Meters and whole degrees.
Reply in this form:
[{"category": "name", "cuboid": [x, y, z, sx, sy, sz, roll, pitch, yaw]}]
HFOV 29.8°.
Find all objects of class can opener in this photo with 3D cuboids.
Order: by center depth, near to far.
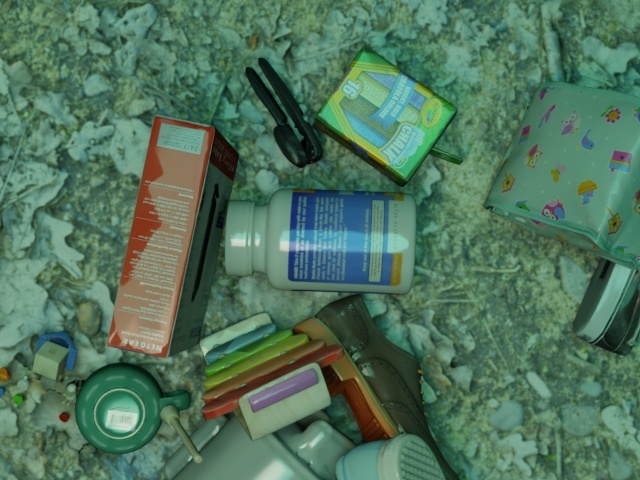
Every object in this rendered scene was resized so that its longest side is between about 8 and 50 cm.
[{"category": "can opener", "cuboid": [-0.054, -0.194, 1.814, 0.059, 0.073, 0.186, -27, 78, 7]}]

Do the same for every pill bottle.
[{"category": "pill bottle", "cuboid": [0.000, 0.000, 1.757, 0.272, 0.152, 0.152, 3, 88, 0]}]

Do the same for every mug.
[{"category": "mug", "cuboid": [-0.284, 0.240, 1.768, 0.157, 0.097, 0.129, -39, 96, -7]}]

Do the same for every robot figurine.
[{"category": "robot figurine", "cuboid": [-0.111, 0.380, 1.718, 0.353, 0.200, 0.300, -45, 48, -1]}]

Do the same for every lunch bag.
[{"category": "lunch bag", "cuboid": [0.374, -0.105, 1.739, 0.160, 0.262, 0.223, 24, 90, -41]}]

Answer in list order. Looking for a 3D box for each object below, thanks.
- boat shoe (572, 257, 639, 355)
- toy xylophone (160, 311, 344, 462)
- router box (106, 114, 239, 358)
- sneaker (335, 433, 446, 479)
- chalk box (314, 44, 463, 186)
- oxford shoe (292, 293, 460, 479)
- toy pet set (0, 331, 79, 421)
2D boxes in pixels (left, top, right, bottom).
[{"category": "boat shoe", "cuboid": [0.486, 0.025, 1.773, 0.105, 0.113, 0.306, 25, 91, -5]}, {"category": "toy xylophone", "cuboid": [-0.105, 0.200, 1.668, 0.236, 0.322, 0.081, -26, 106, -18]}, {"category": "router box", "cuboid": [-0.197, 0.000, 1.669, 0.082, 0.335, 0.301, 12, 89, 2]}, {"category": "sneaker", "cuboid": [0.125, 0.442, 1.664, 0.150, 0.135, 0.366, -14, 95, 39]}, {"category": "chalk box", "cuboid": [0.113, -0.165, 1.773, 0.213, 0.132, 0.132, 36, 88, 3]}, {"category": "oxford shoe", "cuboid": [0.116, 0.238, 1.752, 0.132, 0.130, 0.364, -34, 86, -22]}, {"category": "toy pet set", "cuboid": [-0.413, 0.195, 1.811, 0.122, 0.065, 0.114, 22, 123, 4]}]
